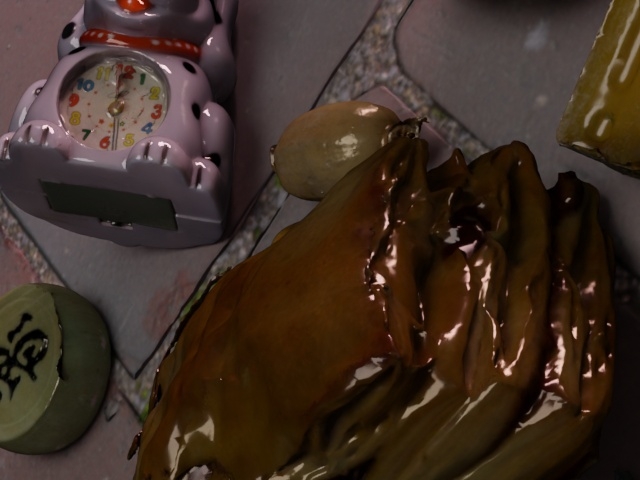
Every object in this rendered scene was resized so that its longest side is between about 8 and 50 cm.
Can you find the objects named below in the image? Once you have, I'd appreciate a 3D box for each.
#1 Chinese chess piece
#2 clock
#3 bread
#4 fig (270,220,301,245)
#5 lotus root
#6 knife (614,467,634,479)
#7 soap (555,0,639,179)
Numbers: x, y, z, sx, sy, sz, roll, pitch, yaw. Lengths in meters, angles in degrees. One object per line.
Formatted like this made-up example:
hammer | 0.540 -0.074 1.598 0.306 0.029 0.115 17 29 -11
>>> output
Chinese chess piece | -0.237 0.106 1.497 0.144 0.058 0.144 -18 63 40
clock | -0.138 -0.140 1.424 0.189 0.189 0.254 -6 64 44
bread | 0.014 0.075 1.107 0.324 0.167 0.277 -30 26 26
fig | 0.000 0.000 1.310 0.083 0.050 0.050 -40 48 3
lotus root | 0.016 -0.064 1.297 0.150 0.062 0.073 -8 66 46
knife | 0.196 0.185 1.000 0.210 0.015 0.028 -111 19 -69
soap | 0.260 -0.148 1.068 0.160 0.080 0.257 26 95 46
